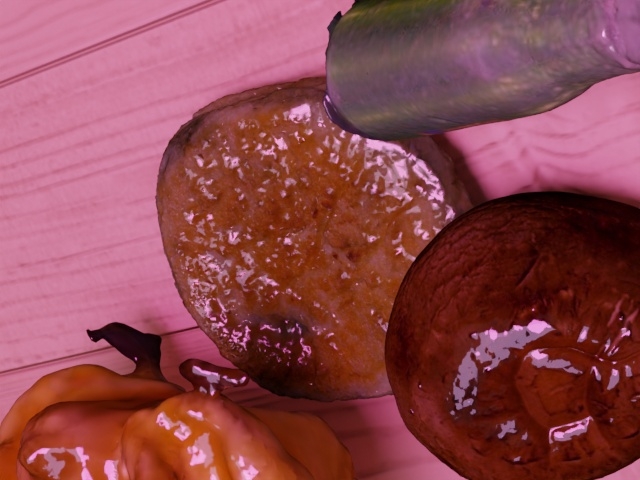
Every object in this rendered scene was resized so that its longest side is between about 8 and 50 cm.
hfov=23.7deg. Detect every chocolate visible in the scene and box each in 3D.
[{"bbox_3d":[0.107,-0.118,0.924,0.291,0.110,0.110,2,118,64],"label":"chocolate"}]

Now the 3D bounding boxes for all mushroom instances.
[{"bbox_3d":[0.153,0.072,1.021,0.231,0.138,0.194,-34,114,13],"label":"mushroom"}]

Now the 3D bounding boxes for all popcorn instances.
[{"bbox_3d":[-0.118,0.211,1.167,0.297,0.316,0.281,11,93,5],"label":"popcorn"}]

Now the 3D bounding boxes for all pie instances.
[{"bbox_3d":[0.000,0.000,1.150,0.277,0.078,0.277,10,117,20],"label":"pie"}]
